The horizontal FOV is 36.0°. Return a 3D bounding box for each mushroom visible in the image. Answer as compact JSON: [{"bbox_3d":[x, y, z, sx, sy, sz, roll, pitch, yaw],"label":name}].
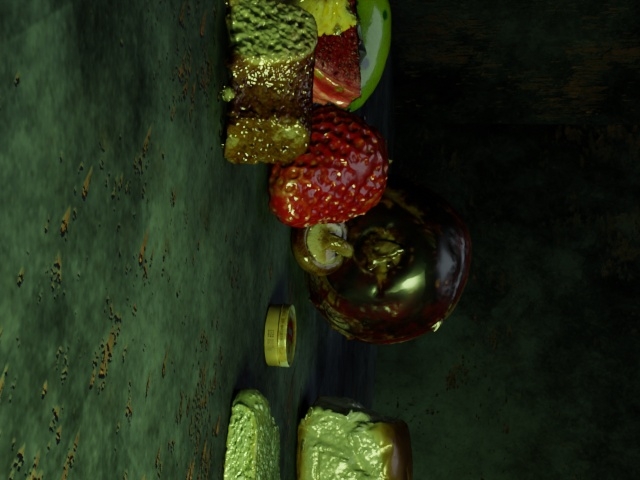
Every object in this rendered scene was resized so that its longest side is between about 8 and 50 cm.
[{"bbox_3d":[0.000,0.000,1.790,0.087,0.127,0.127,-10,-105,53],"label":"mushroom"}]

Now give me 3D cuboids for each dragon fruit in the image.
[{"bbox_3d":[-0.016,-0.330,1.525,0.189,0.163,0.261,24,60,-50],"label":"dragon fruit"}]

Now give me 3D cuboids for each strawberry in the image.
[{"bbox_3d":[-0.009,-0.105,1.578,0.244,0.205,0.205,-41,136,-49],"label":"strawberry"}]

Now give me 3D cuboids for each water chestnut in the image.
[{"bbox_3d":[0.141,0.048,1.943,0.302,0.351,0.350,25,66,-62],"label":"water chestnut"}]

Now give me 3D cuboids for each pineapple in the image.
[{"bbox_3d":[-0.048,-0.344,1.331,0.233,0.135,0.079,43,16,-53],"label":"pineapple"}]

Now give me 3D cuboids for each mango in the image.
[{"bbox_3d":[0.061,-0.397,2.004,0.175,0.143,0.293,14,84,-42],"label":"mango"}]

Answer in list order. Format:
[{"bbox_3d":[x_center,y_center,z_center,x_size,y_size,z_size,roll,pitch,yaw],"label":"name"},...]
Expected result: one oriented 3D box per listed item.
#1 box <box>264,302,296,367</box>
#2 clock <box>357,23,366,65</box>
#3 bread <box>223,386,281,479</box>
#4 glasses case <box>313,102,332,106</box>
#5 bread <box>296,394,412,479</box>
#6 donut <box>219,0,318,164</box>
[{"bbox_3d":[-0.065,0.154,1.604,0.105,0.037,0.105,2,90,-81],"label":"box"},{"bbox_3d":[0.019,-0.413,1.742,0.186,0.083,0.253,27,49,-81],"label":"clock"},{"bbox_3d":[-0.094,0.352,1.389,0.207,0.056,0.286,45,48,-77],"label":"bread"},{"bbox_3d":[-0.015,-0.263,1.778,0.248,0.065,0.086,19,66,-81],"label":"glasses case"},{"bbox_3d":[0.068,0.458,1.941,0.250,0.225,0.279,30,67,-80],"label":"bread"},{"bbox_3d":[-0.068,-0.206,1.248,0.144,0.126,0.186,90,4,-70],"label":"donut"}]
